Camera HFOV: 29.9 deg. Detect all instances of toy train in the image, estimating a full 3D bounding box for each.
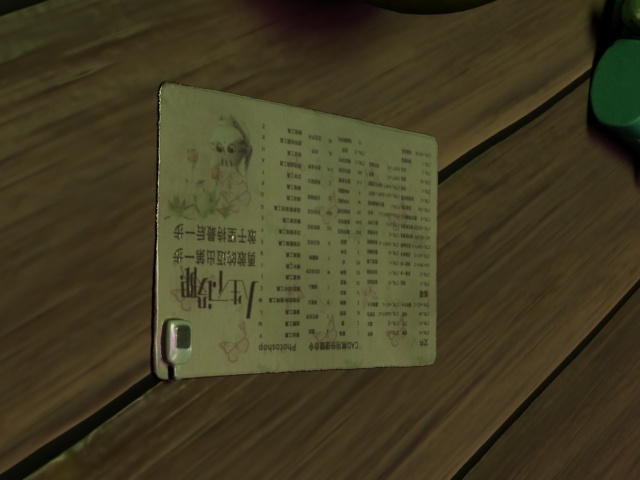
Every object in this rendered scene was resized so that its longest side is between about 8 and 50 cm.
[{"bbox_3d":[0.326,-0.128,1.068,0.248,0.101,0.159,21,86,-47],"label":"toy train"}]

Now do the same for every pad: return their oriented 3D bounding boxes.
[{"bbox_3d":[0.000,0.000,0.722,0.265,0.009,0.160,4,85,-51],"label":"pad"}]

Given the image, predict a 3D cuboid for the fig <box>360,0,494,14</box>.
[{"bbox_3d":[0.066,-0.219,0.693,0.191,0.181,0.181,23,69,-75],"label":"fig"}]
